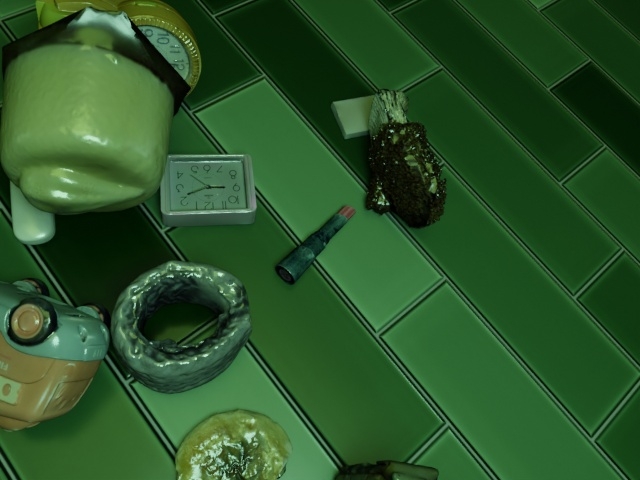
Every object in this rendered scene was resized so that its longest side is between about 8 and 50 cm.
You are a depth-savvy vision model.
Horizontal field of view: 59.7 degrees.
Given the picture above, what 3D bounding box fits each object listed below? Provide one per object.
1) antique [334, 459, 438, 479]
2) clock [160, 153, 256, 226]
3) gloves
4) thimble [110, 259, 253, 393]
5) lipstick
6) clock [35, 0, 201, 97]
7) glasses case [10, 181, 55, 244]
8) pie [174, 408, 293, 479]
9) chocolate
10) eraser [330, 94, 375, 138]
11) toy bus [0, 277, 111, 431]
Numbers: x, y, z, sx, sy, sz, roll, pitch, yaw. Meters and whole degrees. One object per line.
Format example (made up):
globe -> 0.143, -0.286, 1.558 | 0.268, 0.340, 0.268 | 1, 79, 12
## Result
antique -> 0.111, 0.428, 0.891 | 0.150, 0.284, 0.125 | 11, 63, -6
clock -> -0.240, -0.111, 1.192 | 0.197, 0.063, 0.150 | -2, 66, -13
gloves -> 0.177, -0.170, 1.250 | 0.135, 0.210, 0.312 | -3, 58, -30
thimble -> -0.249, 0.155, 1.011 | 0.245, 0.157, 0.217 | -8, 68, -16
lipstick -> 0.000, 0.000, 1.201 | 0.053, 0.053, 0.234 | 41, 62, 8
clock -> -0.422, -0.412, 1.201 | 0.317, 0.244, 0.200 | -2, 50, -17
glasses case -> -0.573, -0.082, 1.110 | 0.074, 0.049, 0.193 | -8, 66, -20
pie -> -0.161, 0.397, 0.976 | 0.185, 0.052, 0.218 | 26, 60, 6
chocolate -> -0.418, -0.194, 1.048 | 0.326, 0.314, 0.297 | -20, 66, 10
eraser -> 0.111, -0.310, 1.388 | 0.150, 0.023, 0.104 | -14, 69, -18
toy bus -> -0.505, 0.182, 0.919 | 0.287, 0.194, 0.232 | 17, 86, 9
